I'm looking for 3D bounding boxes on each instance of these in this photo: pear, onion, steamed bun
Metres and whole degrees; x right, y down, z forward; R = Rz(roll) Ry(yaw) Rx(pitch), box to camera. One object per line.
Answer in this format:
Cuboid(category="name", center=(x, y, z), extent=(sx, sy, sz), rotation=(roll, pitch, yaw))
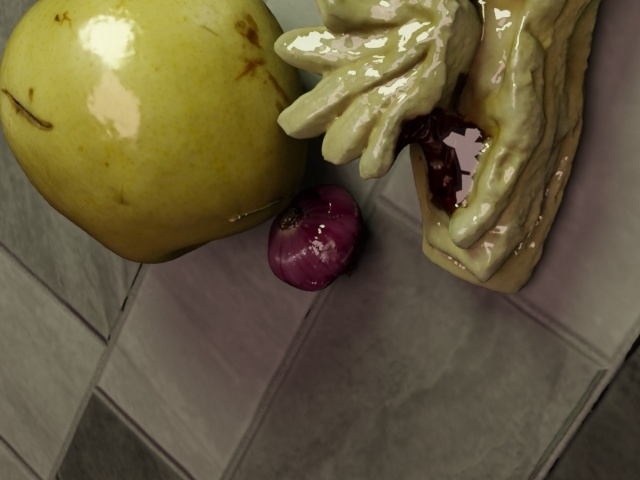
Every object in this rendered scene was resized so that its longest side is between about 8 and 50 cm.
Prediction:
Cuboid(category="pear", center=(-0.156, -0.125, 1.016), extent=(0.309, 0.309, 0.309), rotation=(4, 98, 32))
Cuboid(category="onion", center=(0.000, 0.000, 1.054), extent=(0.115, 0.115, 0.104), rotation=(-34, 122, 31))
Cuboid(category="steamed bun", center=(0.108, -0.175, 0.904), extent=(0.247, 0.189, 0.428), rotation=(21, 107, 31))
